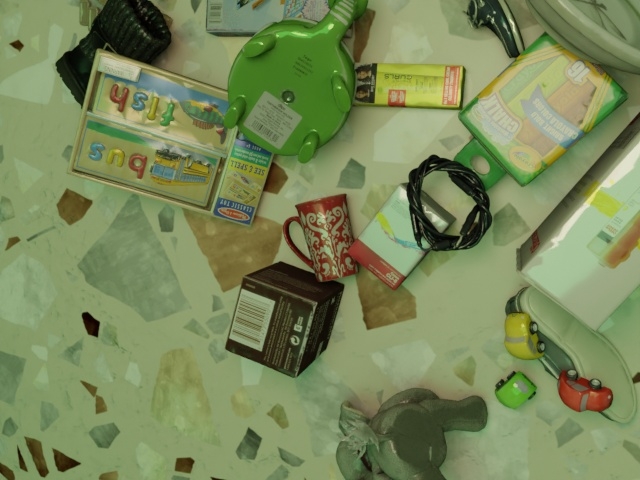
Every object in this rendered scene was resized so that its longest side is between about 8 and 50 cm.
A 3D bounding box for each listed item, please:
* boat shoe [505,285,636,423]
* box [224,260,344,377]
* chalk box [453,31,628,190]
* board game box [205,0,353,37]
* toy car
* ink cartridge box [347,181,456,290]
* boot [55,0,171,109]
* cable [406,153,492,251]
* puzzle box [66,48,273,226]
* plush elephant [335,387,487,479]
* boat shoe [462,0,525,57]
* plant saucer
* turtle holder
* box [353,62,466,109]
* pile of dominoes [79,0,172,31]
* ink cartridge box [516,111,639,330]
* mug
[{"bbox_3d":[0.486,0.222,1.252,0.319,0.116,0.099,49,152,0],"label":"boat shoe"},{"bbox_3d":[-0.071,0.159,1.358,0.167,0.203,0.169,18,103,15],"label":"box"},{"bbox_3d":[0.374,-0.216,1.171,0.289,0.179,0.180,-45,82,18],"label":"chalk box"},{"bbox_3d":[-0.080,-0.590,1.336,0.317,0.066,0.319,7,99,18],"label":"board game box"},{"bbox_3d":[0.403,0.274,1.235,0.239,0.053,0.225,45,141,14],"label":"toy car"},{"bbox_3d":[0.167,-0.014,1.294,0.127,0.128,0.176,40,108,10],"label":"ink cartridge box"},{"bbox_3d":[-0.405,-0.351,1.418,0.260,0.131,0.348,-35,97,22],"label":"boot"},{"bbox_3d":[0.236,-0.073,1.183,0.150,0.047,0.185,-9,82,4],"label":"cable"},{"bbox_3d":[-0.304,-0.211,1.370,0.408,0.052,0.272,15,104,-14],"label":"puzzle box"},{"bbox_3d":[0.144,0.443,1.315,0.329,0.255,0.272,17,59,-16],"label":"plush elephant"},{"bbox_3d":[0.305,-0.449,1.209,0.079,0.095,0.255,-27,87,18],"label":"boat shoe"},{"bbox_3d":[0.445,-0.398,1.043,0.400,0.400,0.100,48,141,7],"label":"plant saucer"},{"bbox_3d":[-0.045,-0.334,1.232,0.243,0.227,0.320,9,123,6],"label":"turtle holder"},{"bbox_3d":[0.171,-0.310,1.291,0.232,0.058,0.087,8,98,17],"label":"box"},{"bbox_3d":[-0.456,-0.543,1.495,0.251,0.040,0.196,38,114,18],"label":"pile of dominoes"},{"bbox_3d":[0.523,-0.062,1.089,0.160,0.279,0.385,40,108,8],"label":"ink cartridge box"},{"bbox_3d":[0.009,-0.002,1.364,0.150,0.113,0.169,-14,90,53],"label":"mug"}]
